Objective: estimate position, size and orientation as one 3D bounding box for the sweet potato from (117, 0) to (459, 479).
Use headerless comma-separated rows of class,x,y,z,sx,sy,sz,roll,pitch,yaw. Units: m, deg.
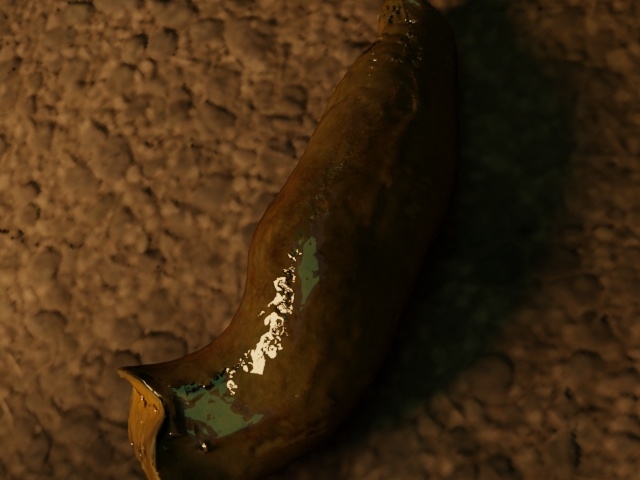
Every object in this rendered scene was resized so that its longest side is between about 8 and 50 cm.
sweet potato,-0.002,-0.003,0.530,0.112,0.085,0.286,16,73,28
